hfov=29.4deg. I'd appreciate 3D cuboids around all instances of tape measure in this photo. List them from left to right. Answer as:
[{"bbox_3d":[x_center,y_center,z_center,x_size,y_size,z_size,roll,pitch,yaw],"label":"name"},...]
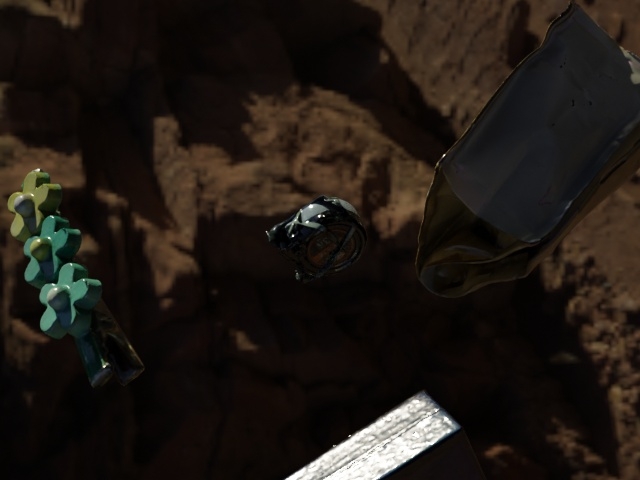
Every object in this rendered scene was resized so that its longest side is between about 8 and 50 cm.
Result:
[{"bbox_3d":[0.002,0.000,1.302,0.091,0.094,0.054,55,-171,-43],"label":"tape measure"}]

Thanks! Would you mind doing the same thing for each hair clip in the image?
[{"bbox_3d":[-0.151,0.013,0.720,0.173,0.049,0.049,57,142,34],"label":"hair clip"}]

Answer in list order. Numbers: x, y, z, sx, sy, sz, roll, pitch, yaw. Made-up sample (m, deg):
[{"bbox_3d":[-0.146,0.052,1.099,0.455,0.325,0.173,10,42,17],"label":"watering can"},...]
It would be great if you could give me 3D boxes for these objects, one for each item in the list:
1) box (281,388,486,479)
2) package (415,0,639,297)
[{"bbox_3d":[0.078,0.368,1.472,0.261,0.279,0.116,64,170,-29],"label":"box"},{"bbox_3d":[0.260,-0.078,1.358,0.165,0.311,0.221,31,147,20],"label":"package"}]
